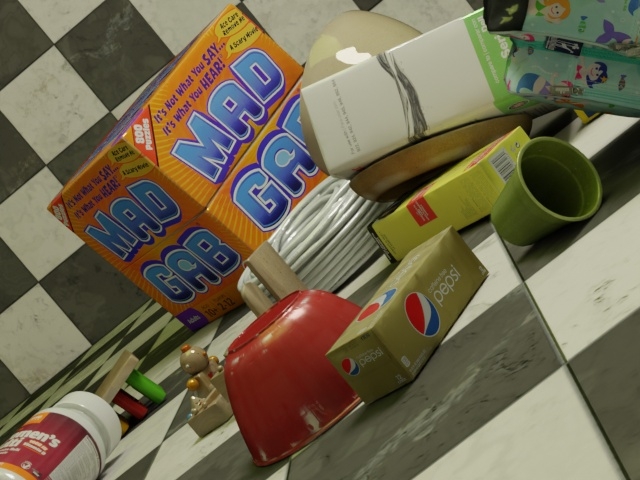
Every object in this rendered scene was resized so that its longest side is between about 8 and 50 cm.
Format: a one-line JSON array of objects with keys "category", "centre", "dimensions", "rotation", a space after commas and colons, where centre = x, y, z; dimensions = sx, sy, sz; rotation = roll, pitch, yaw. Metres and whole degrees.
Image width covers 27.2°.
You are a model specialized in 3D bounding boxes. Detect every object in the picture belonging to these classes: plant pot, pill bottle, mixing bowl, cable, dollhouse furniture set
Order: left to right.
[{"category": "pill bottle", "centre": [-0.355, 0.294, 1.722], "dimensions": [0.121, 0.121, 0.221], "rotation": [-35, 8, 32]}, {"category": "dollhouse furniture set", "centre": [-0.099, 0.112, 1.511], "dimensions": [0.151, 0.123, 0.144], "rotation": [-36, 7, 31]}, {"category": "mixing bowl", "centre": [-0.021, 0.109, 1.209], "dimensions": [0.181, 0.098, 0.181], "rotation": [-39, 5, 4]}, {"category": "cable", "centre": [0.000, 0.000, 1.799], "dimensions": [0.257, 0.089, 0.257], "rotation": [-51, 12, -26]}, {"category": "plant pot", "centre": [0.125, -0.228, 2.161], "dimensions": [0.191, 0.284, 0.284], "rotation": [12, 40, 35]}, {"category": "plant pot", "centre": [0.150, -0.093, 1.603], "dimensions": [0.236, 0.032, 0.236], "rotation": [-19, -8, -3]}, {"category": "plant pot", "centre": [0.188, -0.035, 1.151], "dimensions": [0.083, 0.083, 0.079], "rotation": [-44, -3, -37]}]

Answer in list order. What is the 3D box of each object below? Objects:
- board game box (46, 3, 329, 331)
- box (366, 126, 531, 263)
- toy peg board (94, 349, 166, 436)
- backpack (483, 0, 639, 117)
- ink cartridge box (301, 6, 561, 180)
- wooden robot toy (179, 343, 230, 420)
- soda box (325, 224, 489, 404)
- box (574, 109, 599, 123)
[{"category": "board game box", "centre": [-0.192, -0.118, 2.344], "dimensions": [0.356, 0.356, 0.356], "rotation": [-30, 22, 54]}, {"category": "box", "centre": [0.149, -0.047, 1.491], "dimensions": [0.087, 0.058, 0.232], "rotation": [-40, 6, -33]}, {"category": "toy peg board", "centre": [-0.303, 0.255, 1.987], "dimensions": [0.160, 0.079, 0.161], "rotation": [-56, 8, -8]}, {"category": "backpack", "centre": [0.278, -0.211, 1.215], "dimensions": [0.253, 0.191, 0.225], "rotation": [1, 13, 4]}, {"category": "ink cartridge box", "centre": [0.139, -0.171, 1.582], "dimensions": [0.273, 0.115, 0.198], "rotation": [-22, -8, 16]}, {"category": "wooden robot toy", "centre": [-0.135, 0.153, 1.637], "dimensions": [0.076, 0.079, 0.173], "rotation": [-35, 8, 34]}, {"category": "soda box", "centre": [0.079, 0.061, 1.148], "dimensions": [0.061, 0.058, 0.181], "rotation": [-34, 9, 40]}, {"category": "box", "centre": [0.321, -0.195, 1.537], "dimensions": [0.054, 0.059, 0.169], "rotation": [-35, 8, 27]}]
